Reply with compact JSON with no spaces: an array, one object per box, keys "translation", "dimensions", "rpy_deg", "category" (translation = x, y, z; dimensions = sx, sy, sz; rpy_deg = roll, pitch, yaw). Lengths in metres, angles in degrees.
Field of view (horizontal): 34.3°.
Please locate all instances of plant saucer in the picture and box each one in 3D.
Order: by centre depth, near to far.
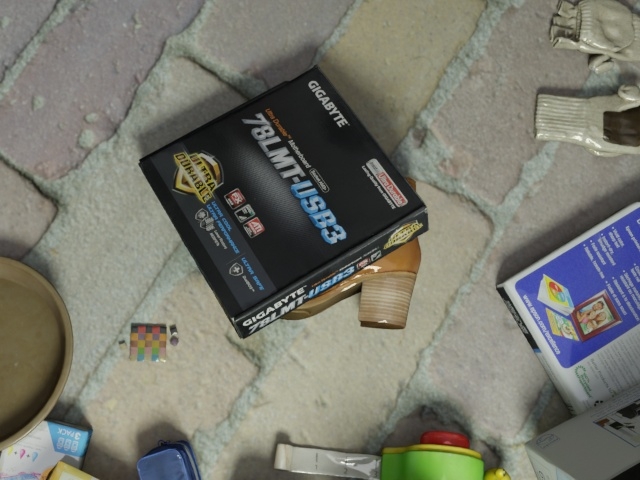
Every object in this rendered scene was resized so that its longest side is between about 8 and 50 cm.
[{"translation":[-0.460,0.154,1.373],"dimensions":[0.278,0.041,0.278],"rpy_deg":[-1,69,3],"category":"plant saucer"}]

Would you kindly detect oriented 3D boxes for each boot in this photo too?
[{"translation":[0.000,0.000,1.447],"dimensions":[0.283,0.109,0.220],"rpy_deg":[5,76,5],"category":"boot"}]

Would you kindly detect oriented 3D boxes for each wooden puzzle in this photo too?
[{"translation":[-0.240,0.145,1.449],"dimensions":[0.083,0.006,0.049],"rpy_deg":[2,84,-7],"category":"wooden puzzle"}]

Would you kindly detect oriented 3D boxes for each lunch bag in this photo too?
[{"translation":[-0.203,0.318,1.407],"dimensions":[0.067,0.065,0.098],"rpy_deg":[-17,87,7],"category":"lunch bag"}]

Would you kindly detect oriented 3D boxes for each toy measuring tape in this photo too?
[{"translation":[0.105,0.309,1.413],"dimensions":[0.330,0.121,0.121],"rpy_deg":[9,83,-6],"category":"toy measuring tape"}]

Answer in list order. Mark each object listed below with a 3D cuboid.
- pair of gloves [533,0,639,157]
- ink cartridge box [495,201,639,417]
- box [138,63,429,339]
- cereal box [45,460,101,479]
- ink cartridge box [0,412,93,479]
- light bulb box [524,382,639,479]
[{"translation":[0.433,-0.245,1.552],"dimensions":[0.204,0.042,0.240],"rpy_deg":[14,82,-5],"category":"pair of gloves"},{"translation":[0.461,0.117,1.506],"dimensions":[0.307,0.072,0.303],"rpy_deg":[-30,87,-10],"category":"ink cartridge box"},{"translation":[-0.053,-0.061,1.403],"dimensions":[0.293,0.073,0.295],"rpy_deg":[-30,62,-7],"category":"box"},{"translation":[-0.262,0.406,1.304],"dimensions":[0.240,0.047,0.173],"rpy_deg":[31,47,-12],"category":"cereal box"},{"translation":[-0.381,0.329,1.385],"dimensions":[0.104,0.061,0.181],"rpy_deg":[15,83,-5],"category":"ink cartridge box"},{"translation":[0.479,0.406,1.293],"dimensions":[0.225,0.361,0.358],"rpy_deg":[-26,101,-8],"category":"light bulb box"}]
